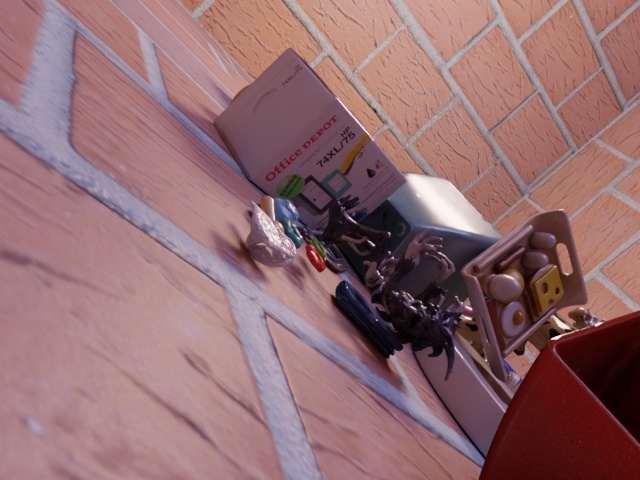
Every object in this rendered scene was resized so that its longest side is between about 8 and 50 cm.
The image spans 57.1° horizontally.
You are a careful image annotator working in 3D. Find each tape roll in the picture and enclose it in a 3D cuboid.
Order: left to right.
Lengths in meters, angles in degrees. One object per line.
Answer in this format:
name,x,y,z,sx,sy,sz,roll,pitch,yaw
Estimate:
tape roll,0.316,0.312,1.050,0.392,0.072,0.392,47,9,-10

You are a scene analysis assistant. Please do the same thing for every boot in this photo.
boot,0.435,0.340,1.492,0.086,0.069,0.190,44,-11,9

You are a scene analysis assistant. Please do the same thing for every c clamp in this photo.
c clamp,0.000,0.000,1.019,0.137,0.022,0.160,51,9,16

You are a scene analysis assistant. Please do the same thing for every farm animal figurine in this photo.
farm animal figurine,0.462,0.184,1.328,0.327,0.330,0.172,37,-41,41

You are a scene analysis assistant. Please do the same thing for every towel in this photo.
towel,0.066,0.111,0.835,0.119,0.029,0.067,46,9,-9

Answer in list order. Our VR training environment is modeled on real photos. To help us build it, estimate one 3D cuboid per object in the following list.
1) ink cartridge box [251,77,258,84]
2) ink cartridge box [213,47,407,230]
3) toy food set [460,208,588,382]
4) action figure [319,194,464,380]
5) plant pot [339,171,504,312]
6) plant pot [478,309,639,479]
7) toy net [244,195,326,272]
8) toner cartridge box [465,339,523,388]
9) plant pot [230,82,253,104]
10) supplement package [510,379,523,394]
ink cartridge box,-0.086,-0.331,1.555,0.168,0.171,0.233,41,12,-41
ink cartridge box,-0.016,-0.165,1.084,0.270,0.198,0.197,37,15,-48
toy food set,0.410,0.099,1.144,0.092,0.306,0.220,2,-63,56
action figure,0.120,0.050,0.813,0.276,0.141,0.164,49,-3,22
plant pot,0.180,0.005,1.221,0.252,0.247,0.248,13,32,-43
plant pot,0.327,0.258,0.615,0.267,0.236,0.267,-4,46,-39
toy net,-0.048,0.003,0.713,0.122,0.045,0.232,57,10,-3
toner cartridge box,0.511,0.381,1.697,0.348,0.075,0.165,48,10,0
plant pot,-0.108,-0.237,1.186,0.134,0.134,0.095,39,19,-48
supplement package,0.560,0.417,1.384,0.203,0.194,0.149,43,10,-36
